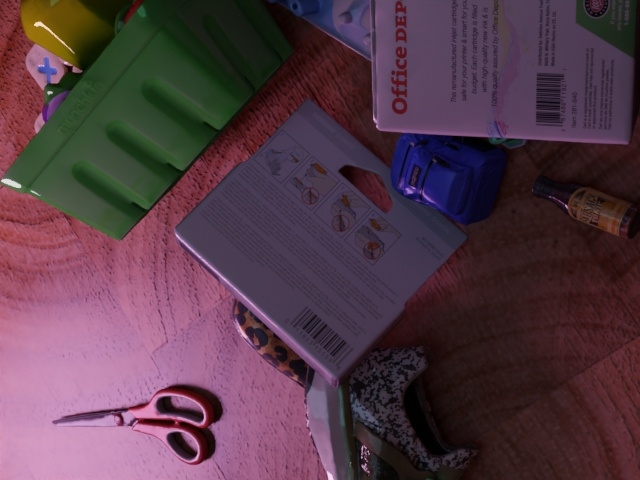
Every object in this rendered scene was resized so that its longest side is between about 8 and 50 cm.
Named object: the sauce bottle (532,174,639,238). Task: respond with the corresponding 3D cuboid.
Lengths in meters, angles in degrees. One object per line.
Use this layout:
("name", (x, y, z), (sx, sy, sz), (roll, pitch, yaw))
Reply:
("sauce bottle", (0.300, -0.040, 1.890), (0.128, 0.042, 0.042), (21, 114, 28))

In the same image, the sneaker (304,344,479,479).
("sneaker", (0.112, 0.308, 2.062), (0.182, 0.158, 0.410), (-13, 99, 24))

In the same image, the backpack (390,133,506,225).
("backpack", (0.140, -0.084, 1.953), (0.120, 0.101, 0.098), (29, 111, 29))

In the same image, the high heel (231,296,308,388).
("high heel", (-0.032, 0.049, 2.113), (0.186, 0.093, 0.261), (-39, 77, 33))

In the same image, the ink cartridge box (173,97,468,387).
("ink cartridge box", (0.000, 0.000, 2.037), (0.275, 0.060, 0.239), (42, 78, 12))

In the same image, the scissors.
("scissors", (-0.270, 0.243, 2.375), (0.297, 0.021, 0.109), (10, 111, 33))

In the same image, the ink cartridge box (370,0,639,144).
("ink cartridge box", (0.201, -0.220, 1.787), (0.278, 0.117, 0.201), (4, 114, 13))

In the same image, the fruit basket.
("fruit basket", (-0.265, -0.244, 2.070), (0.392, 0.283, 0.392), (10, 120, 17))

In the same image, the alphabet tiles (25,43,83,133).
("alphabet tiles", (-0.282, -0.197, 2.258), (0.278, 0.021, 0.284), (51, 124, 15))

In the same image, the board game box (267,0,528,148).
("board game box", (0.140, -0.358, 1.908), (0.390, 0.050, 0.390), (35, 119, 22))
